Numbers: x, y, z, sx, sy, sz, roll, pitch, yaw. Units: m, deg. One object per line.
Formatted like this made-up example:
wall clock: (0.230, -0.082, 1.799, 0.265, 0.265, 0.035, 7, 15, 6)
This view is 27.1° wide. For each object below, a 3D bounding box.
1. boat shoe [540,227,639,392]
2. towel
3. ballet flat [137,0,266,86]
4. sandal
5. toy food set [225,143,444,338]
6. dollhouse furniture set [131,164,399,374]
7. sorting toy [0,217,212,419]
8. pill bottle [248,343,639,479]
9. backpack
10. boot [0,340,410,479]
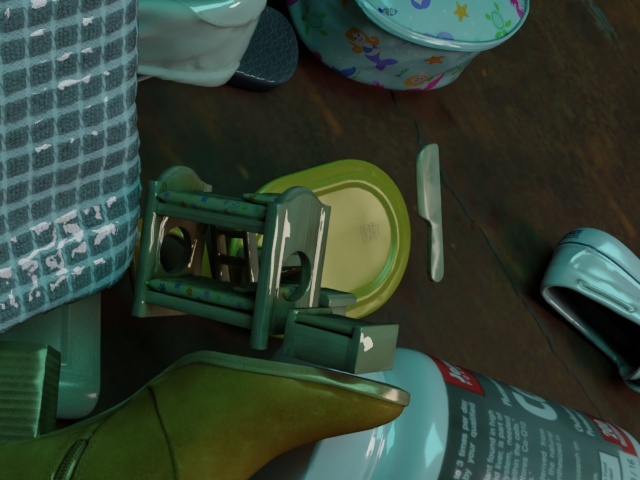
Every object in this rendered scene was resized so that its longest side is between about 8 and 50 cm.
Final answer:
boat shoe: (0.303, 0.101, 1.209, 0.258, 0.095, 0.084, 38, 56, 0)
towel: (-0.231, -0.049, 0.751, 0.283, 0.235, 0.121, -24, 43, -37)
ballet flat: (-0.236, -0.162, 0.912, 0.400, 0.139, 0.139, 5, 63, 0)
sandal: (-0.132, -0.176, 1.068, 0.254, 0.054, 0.097, 22, 65, -35)
toy food set: (0.000, 0.000, 1.066, 0.217, 0.071, 0.128, -17, 103, -36)
dollhouse furniture set: (0.000, 0.014, 0.879, 0.161, 0.181, 0.101, 0, 99, -55)
sorting toy: (-0.238, 0.020, 0.904, 0.347, 0.047, 0.196, 10, 69, -29)
pill bottle: (0.091, 0.173, 0.978, 0.283, 0.161, 0.161, 22, 58, -25)
backpack: (0.074, -0.265, 1.162, 0.225, 0.191, 0.254, 3, 72, -34)
boot: (-0.096, 0.176, 0.823, 0.295, 0.104, 0.211, 2, 80, 6)
